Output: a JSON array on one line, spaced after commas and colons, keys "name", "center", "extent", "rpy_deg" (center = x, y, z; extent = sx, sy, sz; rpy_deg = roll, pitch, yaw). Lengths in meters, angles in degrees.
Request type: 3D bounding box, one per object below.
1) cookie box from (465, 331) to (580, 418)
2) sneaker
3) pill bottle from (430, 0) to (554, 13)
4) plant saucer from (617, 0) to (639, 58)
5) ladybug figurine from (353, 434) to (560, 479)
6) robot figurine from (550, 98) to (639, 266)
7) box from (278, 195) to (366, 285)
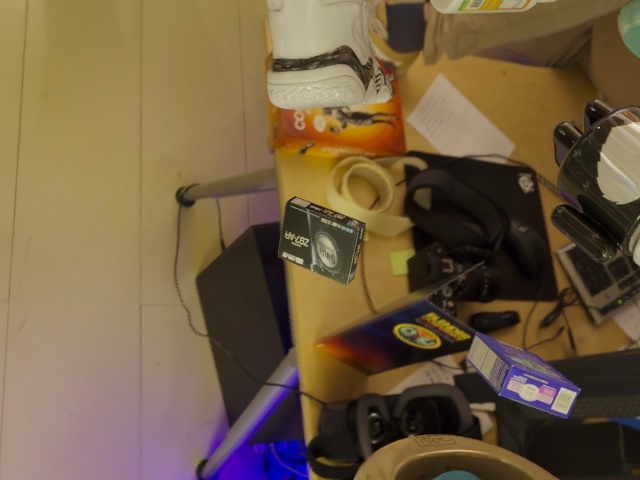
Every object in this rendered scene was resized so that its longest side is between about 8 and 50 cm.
[{"name": "cookie box", "center": [0.232, 0.155, 0.784], "extent": [0.091, 0.107, 0.040], "rpy_deg": [21, 98, -11]}, {"name": "sneaker", "center": [0.017, -0.282, 0.873], "extent": [0.137, 0.366, 0.210], "rpy_deg": [0, 102, 11]}, {"name": "pill bottle", "center": [0.337, -0.500, 1.261], "extent": [0.245, 0.136, 0.137], "rpy_deg": [-7, 75, -18]}, {"name": "plant saucer", "center": [0.382, -0.221, 0.741], "extent": [0.119, 0.119, 0.021], "rpy_deg": [30, 85, -14]}, {"name": "ladybug figurine", "center": [0.189, 0.387, 0.828], "extent": [0.304, 0.449, 0.162], "rpy_deg": [-2, 100, -8]}, {"name": "robot figurine", "center": [0.450, -0.079, 0.943], "extent": [0.173, 0.209, 0.278], "rpy_deg": [-1, 43, -40]}, {"name": "box", "center": [0.000, 0.000, 0.680], "extent": [0.083, 0.067, 0.018], "rpy_deg": [23, 31, 19]}]
